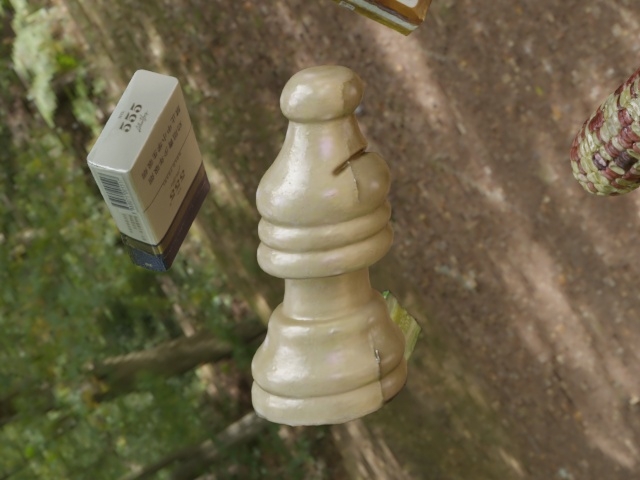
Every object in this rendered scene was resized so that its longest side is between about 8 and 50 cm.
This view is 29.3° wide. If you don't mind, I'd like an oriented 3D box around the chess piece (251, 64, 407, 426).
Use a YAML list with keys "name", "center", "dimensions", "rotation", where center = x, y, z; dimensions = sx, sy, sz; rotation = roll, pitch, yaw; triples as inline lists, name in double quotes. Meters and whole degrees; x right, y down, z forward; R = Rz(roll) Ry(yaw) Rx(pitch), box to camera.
- name: "chess piece"
  center: [0.000, 0.000, 1.066]
  dimensions: [0.124, 0.139, 0.307]
  rotation: [-69, -22, -64]

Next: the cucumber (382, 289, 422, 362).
- name: "cucumber"
  center: [0.061, 0.114, 1.286]
  dimensions: [0.035, 0.107, 0.067]
  rotation: [-9, 133, 46]

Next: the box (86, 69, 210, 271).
- name: "box"
  center: [-0.230, -0.091, 1.687]
  dimensions: [0.071, 0.168, 0.259]
  rotation: [16, 151, 14]

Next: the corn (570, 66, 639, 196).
- name: "corn"
  center: [0.352, -0.137, 1.249]
  dimensions: [0.098, 0.098, 0.290]
  rotation: [57, 150, 11]

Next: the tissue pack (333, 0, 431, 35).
- name: "tissue pack"
  center: [0.078, -0.445, 1.877]
  dimensions: [0.226, 0.183, 0.092]
  rotation: [23, 170, -11]
